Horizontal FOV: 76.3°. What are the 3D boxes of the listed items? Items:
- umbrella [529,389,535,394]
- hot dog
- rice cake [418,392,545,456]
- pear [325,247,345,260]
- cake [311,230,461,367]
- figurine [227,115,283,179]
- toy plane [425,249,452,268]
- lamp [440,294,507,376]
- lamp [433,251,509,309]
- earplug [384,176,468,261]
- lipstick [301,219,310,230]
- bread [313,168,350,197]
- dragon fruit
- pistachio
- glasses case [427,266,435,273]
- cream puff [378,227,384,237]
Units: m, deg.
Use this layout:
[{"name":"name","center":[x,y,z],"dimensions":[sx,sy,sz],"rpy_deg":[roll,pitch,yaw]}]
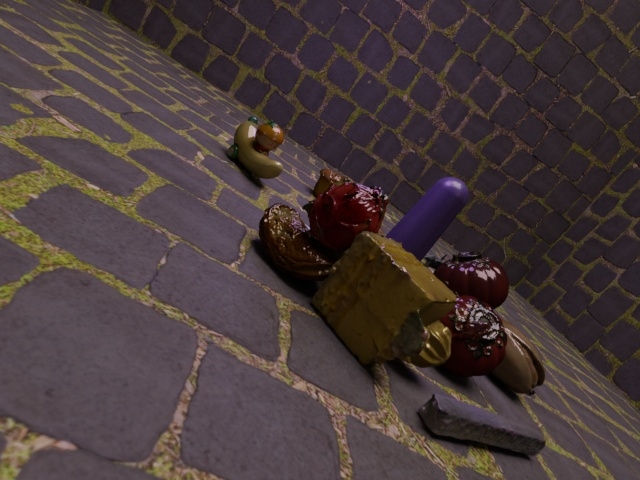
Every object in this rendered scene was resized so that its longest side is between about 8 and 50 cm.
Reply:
[{"name":"umbrella","center":[0.716,0.515,1.382],"dimensions":[0.013,0.022,0.122],"rpy_deg":[16,-12,41]},{"name":"hot dog","center":[-0.058,0.023,1.045],"dimensions":[0.175,0.114,0.259],"rpy_deg":[21,26,-55]},{"name":"rice cake","center":[0.357,0.405,0.882],"dimensions":[0.399,0.064,0.070],"rpy_deg":[27,9,-29]},{"name":"pear","center":[0.077,0.034,1.170],"dimensions":[0.187,0.188,0.219],"rpy_deg":[56,-9,51]},{"name":"cake","center":[0.170,0.154,0.926],"dimensions":[0.228,0.222,0.286],"rpy_deg":[11,30,-52]},{"name":"figurine","center":[-0.230,-0.363,1.586],"dimensions":[0.124,0.222,0.324],"rpy_deg":[21,21,-48]},{"name":"toy plane","center":[0.622,0.117,2.212],"dimensions":[0.267,0.088,0.212],"rpy_deg":[4,33,-47]},{"name":"lamp","center":[0.401,0.257,1.118],"dimensions":[0.227,0.226,0.227],"rpy_deg":[32,16,-11]},{"name":"lamp","center":[0.603,0.178,1.656],"dimensions":[0.304,0.256,0.303],"rpy_deg":[-5,6,0]},{"name":"earplug","center":[0.521,-0.104,1.955],"dimensions":[0.215,0.455,0.215],"rpy_deg":[36,15,-11]},{"name":"lipstick","center":[-0.030,-0.012,1.307],"dimensions":[0.158,0.048,0.048],"rpy_deg":[39,16,13]},{"name":"bread","center":[0.046,-0.273,2.026],"dimensions":[0.147,0.160,0.261],"rpy_deg":[30,18,11]},{"name":"dragon fruit","center":[0.060,-0.058,0.990],"dimensions":[0.172,0.210,0.172],"rpy_deg":[26,58,-53]},{"name":"pistachio","center":[0.581,0.354,1.317],"dimensions":[0.162,0.181,0.293],"rpy_deg":[-22,46,-27]},{"name":"glasses case","center":[0.577,0.184,1.974],"dimensions":[0.196,0.050,0.083],"rpy_deg":[23,23,-36]},{"name":"cream puff","center":[0.181,-0.023,1.644],"dimensions":[0.150,0.115,0.165],"rpy_deg":[23,29,-18]}]
